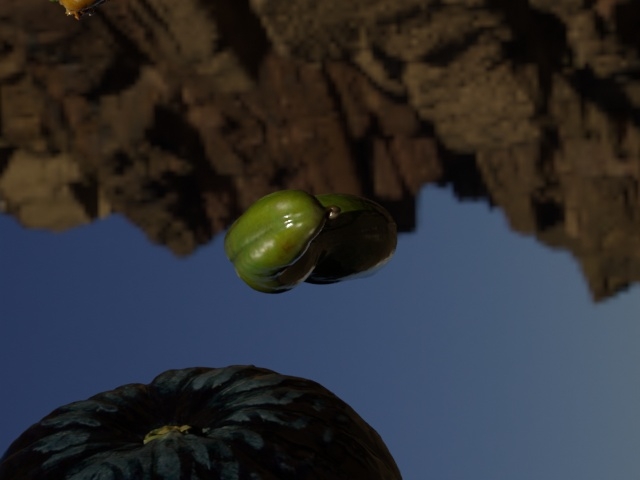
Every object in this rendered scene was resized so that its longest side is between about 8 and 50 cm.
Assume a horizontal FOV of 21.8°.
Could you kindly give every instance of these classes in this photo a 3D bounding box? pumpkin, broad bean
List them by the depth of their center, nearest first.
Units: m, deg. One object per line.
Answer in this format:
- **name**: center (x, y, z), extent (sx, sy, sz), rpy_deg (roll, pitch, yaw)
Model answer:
- **broad bean**: center (0.000, 0.000, 0.863), extent (0.213, 0.070, 0.048), rpy_deg (9, -119, -77)
- **pumpkin**: center (-0.102, 0.252, 1.312), extent (0.363, 0.363, 0.266), rpy_deg (-58, -41, -60)

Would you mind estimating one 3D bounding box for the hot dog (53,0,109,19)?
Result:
- **hot dog**: center (-0.148, -0.241, 1.354), extent (0.055, 0.188, 0.072), rpy_deg (54, 178, -26)
